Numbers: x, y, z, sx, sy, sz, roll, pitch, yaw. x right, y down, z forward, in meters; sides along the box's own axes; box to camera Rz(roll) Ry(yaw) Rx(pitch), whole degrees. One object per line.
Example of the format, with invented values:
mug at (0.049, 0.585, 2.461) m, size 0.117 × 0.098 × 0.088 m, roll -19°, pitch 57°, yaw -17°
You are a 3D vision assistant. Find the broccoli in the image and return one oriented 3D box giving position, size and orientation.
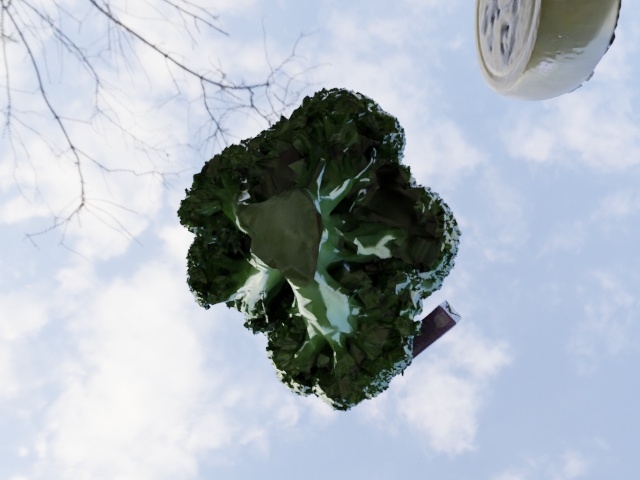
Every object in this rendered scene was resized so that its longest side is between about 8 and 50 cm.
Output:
broccoli at (-0.009, -0.001, 0.763) m, size 0.321 × 0.309 × 0.414 m, roll 0°, pitch -98°, yaw 48°

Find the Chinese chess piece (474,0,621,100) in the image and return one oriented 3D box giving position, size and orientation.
Chinese chess piece at (0.296, -0.320, 0.767) m, size 0.104 × 0.257 × 0.257 m, roll -3°, pitch -112°, yaw -4°

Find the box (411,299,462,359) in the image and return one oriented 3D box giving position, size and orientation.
box at (0.137, 0.133, 0.783) m, size 0.117 × 0.050 × 0.036 m, roll -43°, pitch -104°, yaw 17°
